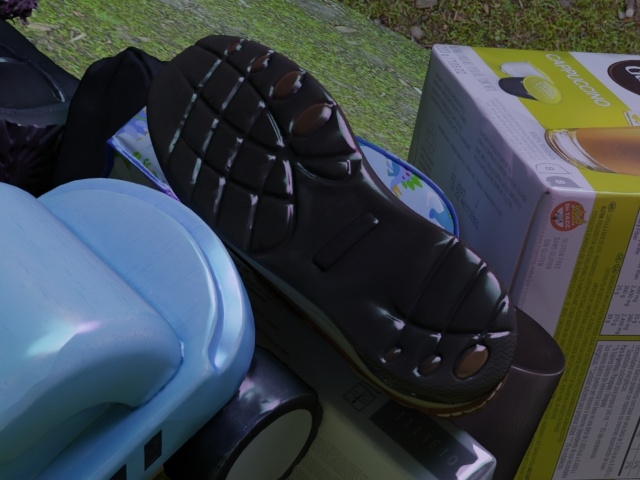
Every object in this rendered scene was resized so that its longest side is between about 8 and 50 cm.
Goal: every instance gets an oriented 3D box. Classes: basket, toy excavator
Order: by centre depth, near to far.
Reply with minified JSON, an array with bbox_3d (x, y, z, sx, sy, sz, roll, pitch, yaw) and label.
[{"bbox_3d":[-0.241,0.090,0.704,0.222,0.433,0.445,40,-16,27],"label":"toy excavator"},{"bbox_3d":[0.086,0.157,1.079,0.154,0.226,0.204,9,28,-40],"label":"basket"}]

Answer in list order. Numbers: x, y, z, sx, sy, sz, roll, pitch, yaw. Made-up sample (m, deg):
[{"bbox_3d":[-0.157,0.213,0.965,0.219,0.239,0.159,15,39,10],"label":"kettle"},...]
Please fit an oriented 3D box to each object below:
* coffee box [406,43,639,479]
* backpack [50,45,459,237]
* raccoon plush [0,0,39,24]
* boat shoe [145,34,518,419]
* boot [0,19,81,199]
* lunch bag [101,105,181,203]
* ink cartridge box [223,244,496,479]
[{"bbox_3d":[0.284,0.019,1.370,0.335,0.338,0.337,1,31,-16],"label":"coffee box"},{"bbox_3d":[-0.049,0.008,1.209,0.273,0.290,0.356,-10,-30,42],"label":"backpack"},{"bbox_3d":[-0.457,-0.230,1.177,0.299,0.446,0.216,35,-16,22],"label":"raccoon plush"},{"bbox_3d":[0.000,0.000,0.878,0.324,0.123,0.120,50,-10,26],"label":"boat shoe"},{"bbox_3d":[-0.442,-0.178,1.303,0.445,0.146,0.367,39,25,26],"label":"boot"},{"bbox_3d":[-0.074,-0.052,1.040,0.151,0.096,0.129,40,67,7],"label":"lunch bag"},{"bbox_3d":[-0.004,0.151,0.980,0.060,0.239,0.275,-37,61,-27],"label":"ink cartridge box"}]
